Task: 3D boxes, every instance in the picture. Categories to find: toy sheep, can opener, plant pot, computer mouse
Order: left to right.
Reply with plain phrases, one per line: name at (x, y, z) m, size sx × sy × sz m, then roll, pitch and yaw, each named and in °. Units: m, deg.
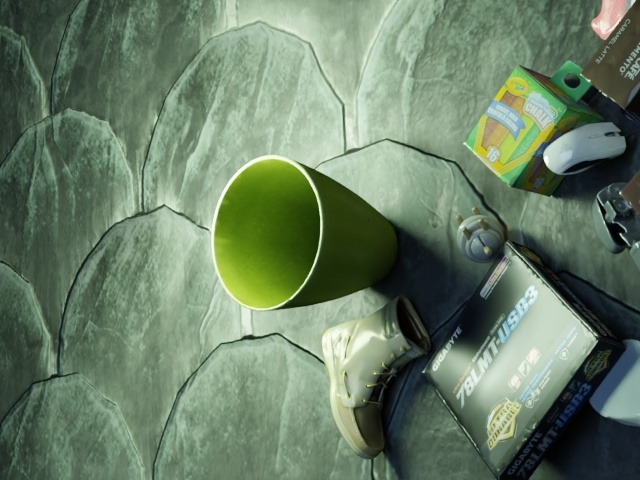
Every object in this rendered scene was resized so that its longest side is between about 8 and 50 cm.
plant pot at (0.000, 0.000, 2.214) m, size 0.274 × 0.293 × 0.275 m, roll -6°, pitch 80°, yaw 42°
toy sheep at (0.277, -0.004, 2.093) m, size 0.091 × 0.091 × 0.132 m, roll -57°, pitch 12°, yaw 20°
computer mouse at (0.450, -0.159, 1.927) m, size 0.193 × 0.042 × 0.106 m, roll -21°, pitch 63°, yaw -7°
can opener at (0.519, 0.033, 1.905) m, size 0.095 × 0.076 × 0.283 m, roll 110°, pitch 141°, yaw -56°

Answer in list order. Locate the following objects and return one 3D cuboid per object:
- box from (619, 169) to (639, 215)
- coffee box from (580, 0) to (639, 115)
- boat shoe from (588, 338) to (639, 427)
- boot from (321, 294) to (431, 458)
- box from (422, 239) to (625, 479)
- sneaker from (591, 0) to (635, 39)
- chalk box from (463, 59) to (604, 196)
box at (0.592, -0.079, 1.771) m, size 0.203 × 0.167 × 0.168 m, roll -52°, pitch 54°, yaw 24°
coffee box at (0.521, -0.252, 1.807) m, size 0.098 × 0.246 × 0.141 m, roll 50°, pitch 117°, yaw 35°
boat shoe at (0.545, 0.239, 1.791) m, size 0.136 × 0.156 × 0.367 m, roll -64°, pitch 17°, yaw -10°
boot at (0.115, 0.250, 2.213) m, size 0.203 × 0.095 × 0.262 m, roll -29°, pitch 61°, yaw 35°
box at (0.323, 0.197, 1.996) m, size 0.296 × 0.073 × 0.293 m, roll -58°, pitch 36°, yaw 18°
sneaker at (0.507, -0.466, 1.941) m, size 0.136 × 0.116 × 0.314 m, roll 13°, pitch 93°, yaw 44°
chalk box at (0.370, -0.200, 2.015) m, size 0.132 × 0.132 × 0.213 m, roll 47°, pitch 115°, yaw 35°
